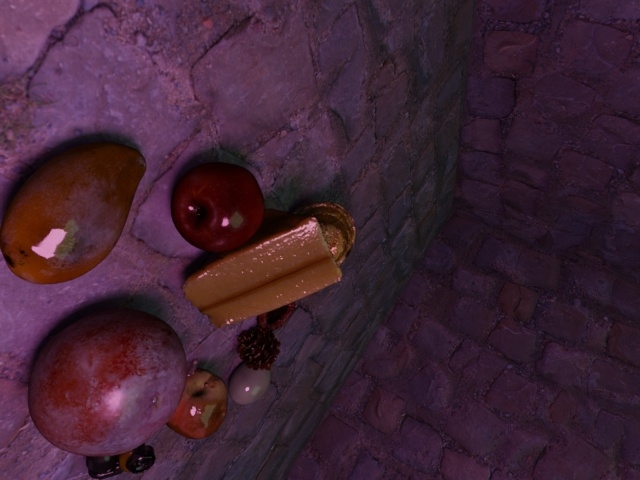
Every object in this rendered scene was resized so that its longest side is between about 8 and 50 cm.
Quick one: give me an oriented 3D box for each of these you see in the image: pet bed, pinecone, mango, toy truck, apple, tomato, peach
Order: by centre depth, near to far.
[{"bbox_3d":[-0.436,-0.063,0.739,0.316,0.146,0.192,-61,159,-27],"label":"mango"},{"bbox_3d":[-0.464,0.312,0.898,0.317,0.283,0.316,-29,126,-51],"label":"tomato"},{"bbox_3d":[-0.247,-0.082,0.976,0.201,0.219,0.218,-21,132,-58],"label":"apple"},{"bbox_3d":[-0.560,0.547,1.098,0.166,0.147,0.224,-13,125,-30],"label":"toy truck"},{"bbox_3d":[-0.399,0.535,1.284,0.214,0.214,0.235,-33,148,-45],"label":"peach"},{"bbox_3d":[-0.241,0.407,1.519,0.174,0.174,0.173,-42,147,-36],"label":"pinecone"},{"bbox_3d":[-0.178,0.283,1.618,0.201,0.054,0.201,-34,139,-36],"label":"pet bed"}]

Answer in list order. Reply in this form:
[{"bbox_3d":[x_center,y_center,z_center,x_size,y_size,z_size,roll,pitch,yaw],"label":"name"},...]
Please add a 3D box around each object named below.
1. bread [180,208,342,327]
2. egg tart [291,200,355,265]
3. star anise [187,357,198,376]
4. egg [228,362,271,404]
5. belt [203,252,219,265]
[{"bbox_3d":[-0.164,0.109,1.105,0.362,0.245,0.233,-42,124,-23],"label":"bread"},{"bbox_3d":[0.000,0.000,1.449,0.296,0.116,0.294,-5,111,-14],"label":"egg tart"},{"bbox_3d":[-0.436,0.388,1.096,0.171,0.208,0.063,-55,127,-37],"label":"star anise"},{"bbox_3d":[-0.277,0.558,1.582,0.192,0.150,0.149,-45,149,-47],"label":"egg"},{"bbox_3d":[-0.274,0.085,1.231,0.163,0.082,0.147,-30,143,-46],"label":"belt"}]
